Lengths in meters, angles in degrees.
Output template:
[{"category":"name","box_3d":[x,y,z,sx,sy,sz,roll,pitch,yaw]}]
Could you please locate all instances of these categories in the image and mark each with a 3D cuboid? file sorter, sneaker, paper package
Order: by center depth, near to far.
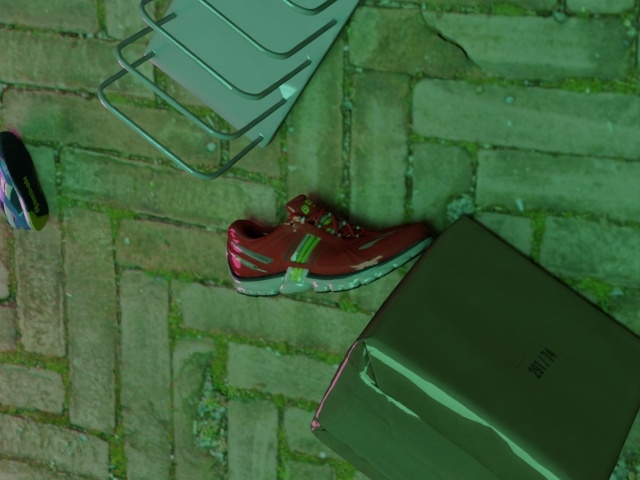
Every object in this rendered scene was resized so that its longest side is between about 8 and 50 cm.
[{"category":"paper package","box_3d":[0.189,0.171,1.749,0.309,0.325,0.168,37,126,5]},{"category":"file sorter","box_3d":[-0.108,-0.236,1.783,0.193,0.173,0.278,38,126,5]},{"category":"sneaker","box_3d":[0.000,0.000,1.896,0.279,0.107,0.118,-8,101,26]},{"category":"sneaker","box_3d":[-0.418,-0.077,2.091,0.059,0.053,0.144,-2,113,30]}]
